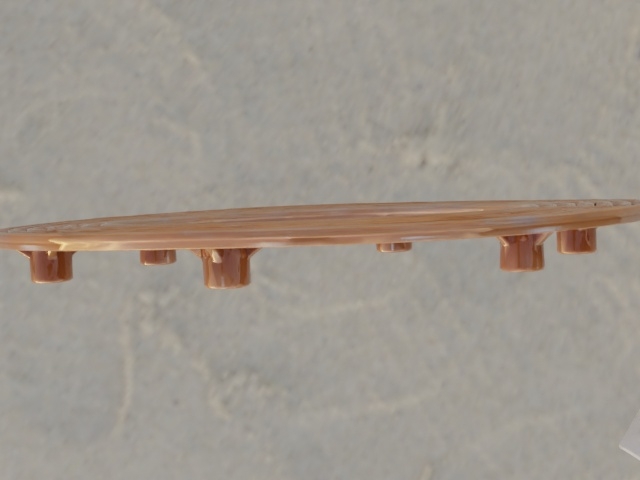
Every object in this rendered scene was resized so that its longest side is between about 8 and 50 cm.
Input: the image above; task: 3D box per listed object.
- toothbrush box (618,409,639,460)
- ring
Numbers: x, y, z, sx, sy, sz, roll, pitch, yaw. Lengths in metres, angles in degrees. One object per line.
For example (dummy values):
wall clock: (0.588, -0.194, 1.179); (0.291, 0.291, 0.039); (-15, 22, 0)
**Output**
toothbrush box: (0.314, 0.136, 0.901); (0.283, 0.206, 0.122); (32, 90, -17)
ring: (0.000, 0.000, 0.995); (0.336, 0.336, 0.032); (-2, 93, 18)
